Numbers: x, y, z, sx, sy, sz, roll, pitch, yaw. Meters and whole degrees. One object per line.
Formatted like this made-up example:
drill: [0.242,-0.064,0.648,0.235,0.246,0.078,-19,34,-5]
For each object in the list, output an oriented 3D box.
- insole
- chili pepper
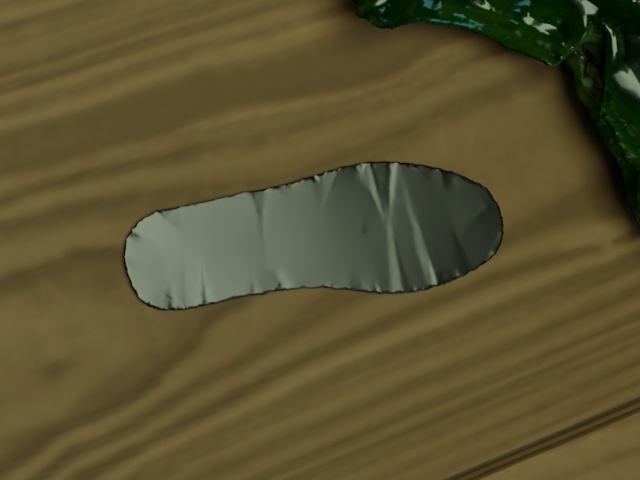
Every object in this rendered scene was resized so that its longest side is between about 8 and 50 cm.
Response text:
insole: [0.000,0.000,0.640,0.152,0.002,0.053,-10,95,-18]
chili pepper: [0.096,-0.069,0.646,0.182,0.050,0.073,34,88,-14]
